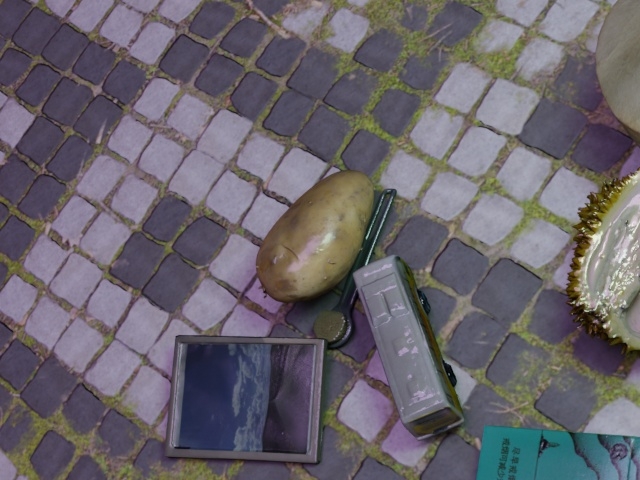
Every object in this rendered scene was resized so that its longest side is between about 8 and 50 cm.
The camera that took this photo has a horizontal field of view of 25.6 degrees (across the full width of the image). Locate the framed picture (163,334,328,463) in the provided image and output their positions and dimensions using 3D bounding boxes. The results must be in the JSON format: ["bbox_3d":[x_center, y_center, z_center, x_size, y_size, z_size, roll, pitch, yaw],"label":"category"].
[{"bbox_3d":[-0.111,0.235,2.097,0.260,0.023,0.189,-1,77,24],"label":"framed picture"}]

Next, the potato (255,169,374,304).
[{"bbox_3d":[-0.003,0.000,2.100,0.161,0.128,0.235,-16,38,39],"label":"potato"}]

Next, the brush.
[{"bbox_3d":[0.056,0.036,2.113,0.062,0.027,0.266,11,72,38],"label":"brush"}]

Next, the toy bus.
[{"bbox_3d":[0.120,0.145,1.987,0.092,0.106,0.268,-24,59,11],"label":"toy bus"}]

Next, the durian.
[{"bbox_3d":[0.414,0.040,1.885,0.138,0.183,0.249,-18,57,60],"label":"durian"}]

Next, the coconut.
[{"bbox_3d":[0.510,-0.237,1.845,0.329,0.329,0.329,-10,64,21],"label":"coconut"}]

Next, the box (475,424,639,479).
[{"bbox_3d":[0.314,0.330,1.846,0.226,0.042,0.161,1,66,25],"label":"box"}]
